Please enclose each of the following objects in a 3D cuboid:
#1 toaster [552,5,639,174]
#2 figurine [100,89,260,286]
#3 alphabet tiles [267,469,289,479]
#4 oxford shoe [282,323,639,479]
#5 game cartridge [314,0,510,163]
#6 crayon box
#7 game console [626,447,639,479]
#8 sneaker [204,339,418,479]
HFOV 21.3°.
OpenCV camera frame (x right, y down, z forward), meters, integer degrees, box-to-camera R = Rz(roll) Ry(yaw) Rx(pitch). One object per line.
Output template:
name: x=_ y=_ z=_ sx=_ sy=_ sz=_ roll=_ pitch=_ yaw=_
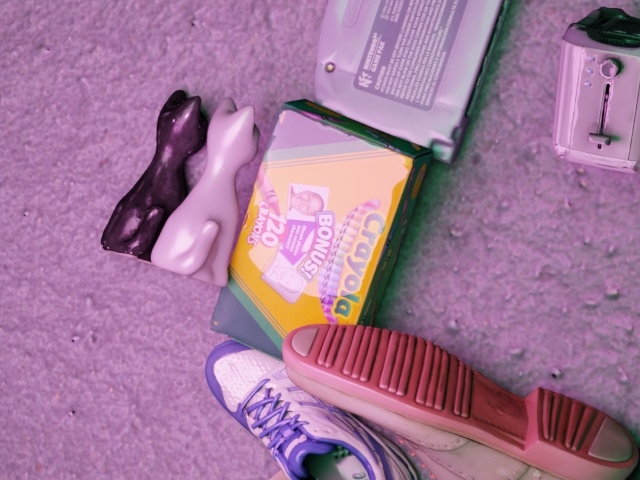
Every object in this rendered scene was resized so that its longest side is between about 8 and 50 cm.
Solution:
toaster: x=0.320 y=-0.160 z=1.796 sx=0.129 sy=0.227 sz=0.146 roll=13 pitch=109 yaw=17
figurine: x=-0.149 y=-0.067 z=1.939 sx=0.215 sy=0.092 sz=0.209 roll=14 pitch=86 yaw=57
alphabet tiles: x=-0.036 y=0.410 z=1.963 sx=0.198 sy=0.009 sz=0.237 roll=-42 pitch=81 yaw=18
oxford shoe: x=0.133 y=0.213 z=1.838 sx=0.397 sy=0.140 sz=0.146 roll=23 pitch=120 yaw=4
game cartridge: x=0.106 y=-0.254 z=1.930 sx=0.196 sy=0.060 sz=0.294 roll=20 pitch=94 yaw=12
crayon box: x=0.000 y=0.000 z=1.914 sx=0.165 sy=0.081 sz=0.278 roll=23 pitch=106 yaw=15
game console: x=0.479 y=0.234 z=1.740 sx=0.293 sy=0.173 sz=0.250 roll=29 pitch=100 yaw=16
sneaker: x=-0.018 y=0.210 z=1.914 sx=0.296 sy=0.131 sz=0.112 roll=36 pitch=100 yaw=15
